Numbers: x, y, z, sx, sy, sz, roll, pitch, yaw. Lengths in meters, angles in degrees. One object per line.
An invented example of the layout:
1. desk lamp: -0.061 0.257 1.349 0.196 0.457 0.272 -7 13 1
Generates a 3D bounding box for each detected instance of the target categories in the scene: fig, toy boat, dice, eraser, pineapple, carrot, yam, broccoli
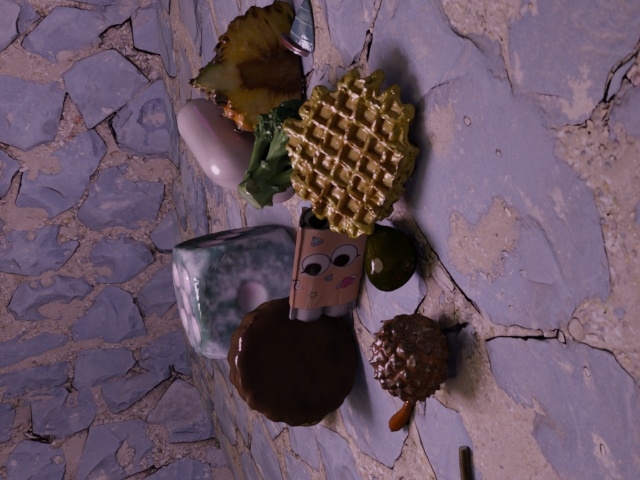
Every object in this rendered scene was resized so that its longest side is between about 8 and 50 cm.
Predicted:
1. fig: 0.132 0.015 1.449 0.177 0.117 0.117 -102 14 -48
2. toy boat: -0.040 -0.491 1.658 0.096 0.034 0.122 38 130 14
3. dice: -0.240 0.142 2.115 0.348 0.328 0.330 -172 71 -67
4. eraser: 0.016 0.055 1.656 0.087 0.171 0.290 -113 23 -44
5. pineapple: -0.207 -0.407 1.782 0.209 0.286 0.344 -160 60 -65
6. carrot: 0.183 0.392 1.621 0.035 0.035 0.142 62 146 34
7. pineapple: 0.170 0.239 1.400 0.166 0.166 0.193 -130 32 -49
8. yam: 0.285 0.458 1.420 0.021 0.021 0.116 -158 58 -64
9. broccoli: -0.060 -0.174 1.592 0.270 0.270 0.270 43 162 18

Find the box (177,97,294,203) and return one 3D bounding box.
1. box: -0.220 -0.242 1.933 0.141 0.288 0.349 -57 42 19

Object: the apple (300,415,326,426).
1. apple: -0.064 0.433 2.085 0.207 0.174 0.188 -111 19 -64

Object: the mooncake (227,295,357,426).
1. mooncake: -0.077 0.299 1.834 0.187 0.324 0.324 164 93 -73

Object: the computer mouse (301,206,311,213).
1. computer mouse: 0.000 0.000 1.817 0.245 0.056 0.126 43 142 52

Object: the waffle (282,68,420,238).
1. waffle: 0.064 -0.166 1.394 0.312 0.060 0.307 -27 88 38
